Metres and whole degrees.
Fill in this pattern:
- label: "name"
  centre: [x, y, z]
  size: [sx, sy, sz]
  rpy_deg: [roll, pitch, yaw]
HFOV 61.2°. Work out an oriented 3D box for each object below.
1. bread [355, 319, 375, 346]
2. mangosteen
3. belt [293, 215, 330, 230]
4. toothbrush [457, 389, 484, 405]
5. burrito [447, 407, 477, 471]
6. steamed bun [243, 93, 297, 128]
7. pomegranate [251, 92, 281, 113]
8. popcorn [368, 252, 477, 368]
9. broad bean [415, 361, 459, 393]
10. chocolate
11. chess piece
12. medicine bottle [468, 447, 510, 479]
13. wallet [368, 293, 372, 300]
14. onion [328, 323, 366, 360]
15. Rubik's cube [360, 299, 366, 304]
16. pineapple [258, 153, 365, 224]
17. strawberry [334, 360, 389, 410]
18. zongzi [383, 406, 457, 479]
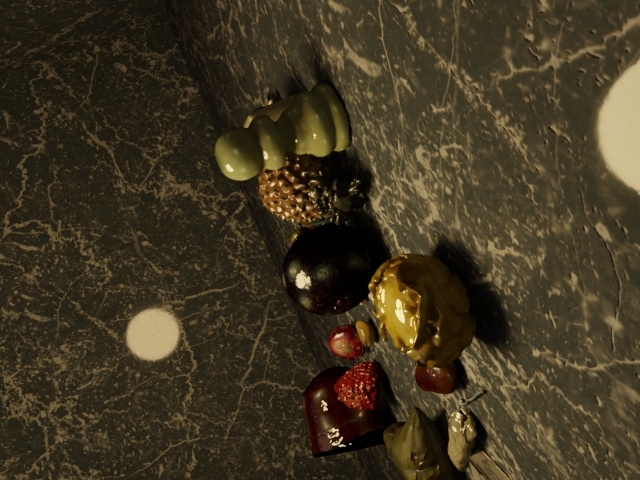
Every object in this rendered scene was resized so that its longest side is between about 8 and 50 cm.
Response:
- label: "bread"
  centre: [0.163, 0.321, 1.893]
  size: [0.082, 0.056, 0.115]
  rpy_deg: [57, 171, 36]
- label: "mangosteen"
  centre: [0.024, 0.069, 1.532]
  size: [0.288, 0.288, 0.288]
  rpy_deg: [60, 165, 27]
- label: "belt"
  centre: [0.000, 0.000, 1.787]
  size: [0.207, 0.150, 0.257]
  rpy_deg: [128, 119, -85]
- label: "toothbrush"
  centre: [0.362, 0.379, 1.301]
  size: [0.193, 0.013, 0.019]
  rpy_deg: [96, 157, -66]
- label: "burrito"
  centre: [0.372, 0.535, 1.428]
  size: [0.275, 0.059, 0.082]
  rpy_deg: [79, 170, -48]
- label: "steamed bun"
  centre: [-0.124, -0.316, 1.620]
  size: [0.155, 0.200, 0.250]
  rpy_deg: [64, 169, 5]
- label: "pomegranate"
  centre: [-0.174, -0.421, 1.861]
  size: [0.129, 0.159, 0.129]
  rpy_deg: [31, -163, -10]
- label: "popcorn"
  centre: [0.209, 0.142, 1.129]
  size: [0.250, 0.190, 0.250]
  rpy_deg: [160, 90, -83]
- label: "broad bean"
  centre: [0.293, 0.332, 1.355]
  size: [0.114, 0.084, 0.165]
  rpy_deg: [49, 159, 3]
- label: "chocolate"
  centre: [0.104, 0.692, 2.232]
  size: [0.384, 0.383, 0.331]
  rpy_deg: [93, 166, -62]
- label: "chess piece"
  centre: [-0.107, -0.260, 1.367]
  size: [0.182, 0.330, 0.182]
  rpy_deg: [61, 167, 24]
- label: "medicine bottle"
  centre: [0.445, 0.651, 1.353]
  size: [0.171, 0.052, 0.201]
  rpy_deg: [42, 153, 61]
- label: "wallet"
  centre: [0.136, 0.095, 1.667]
  size: [0.190, 0.033, 0.095]
  rpy_deg: [64, 165, 6]
- label: "onion"
  centre: [0.113, 0.385, 2.107]
  size: [0.150, 0.150, 0.140]
  rpy_deg: [69, -157, -11]
- label: "Rubik's cube"
  centre: [0.117, 0.186, 1.819]
  size: [0.073, 0.084, 0.075]
  rpy_deg: [34, -138, -63]
- label: "pineapple"
  centre: [-0.003, -0.134, 1.468]
  size: [0.357, 0.223, 0.223]
  rpy_deg: [19, 134, 49]
- label: "strawberry"
  centre: [0.153, 0.552, 2.032]
  size: [0.187, 0.201, 0.184]
  rpy_deg: [59, -155, -59]
- label: "zongzi"
  centre: [0.276, 0.599, 1.690]
  size: [0.323, 0.160, 0.360]
  rpy_deg: [30, 142, 67]
